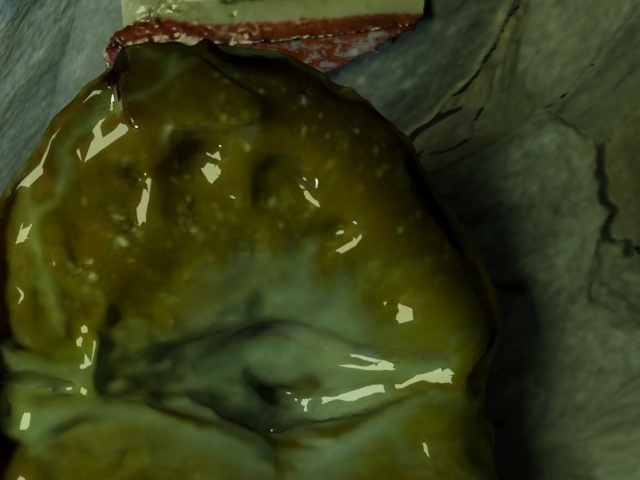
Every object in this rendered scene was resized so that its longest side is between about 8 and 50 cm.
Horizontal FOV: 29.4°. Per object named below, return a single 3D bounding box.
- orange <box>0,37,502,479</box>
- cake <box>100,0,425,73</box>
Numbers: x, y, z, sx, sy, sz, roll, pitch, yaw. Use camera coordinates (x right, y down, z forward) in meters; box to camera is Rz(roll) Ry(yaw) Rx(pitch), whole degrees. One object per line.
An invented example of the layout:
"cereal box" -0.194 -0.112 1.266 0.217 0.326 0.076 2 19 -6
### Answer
"orange" -0.042 0.094 0.654 0.210 0.270 0.369 98 173 -79
"cake" -0.051 -0.153 0.791 0.220 0.116 0.086 -18 63 43
